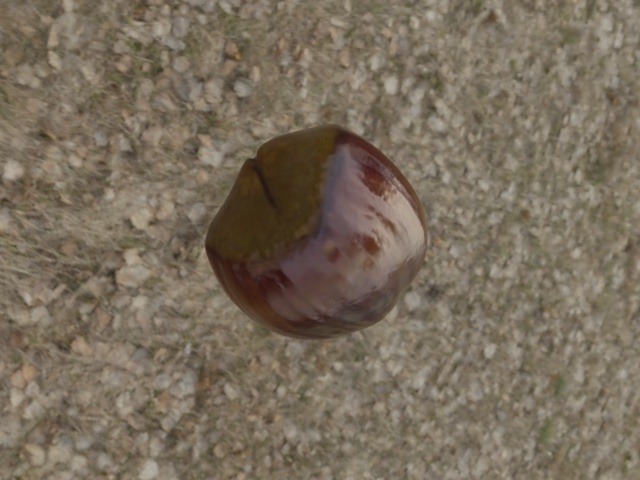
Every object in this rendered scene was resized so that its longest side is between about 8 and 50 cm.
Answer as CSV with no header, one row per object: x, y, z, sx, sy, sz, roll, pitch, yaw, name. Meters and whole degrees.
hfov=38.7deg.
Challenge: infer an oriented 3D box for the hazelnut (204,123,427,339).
-0.001,-0.002,0.917,0.212,0.181,0.181,-38,155,11,hazelnut
